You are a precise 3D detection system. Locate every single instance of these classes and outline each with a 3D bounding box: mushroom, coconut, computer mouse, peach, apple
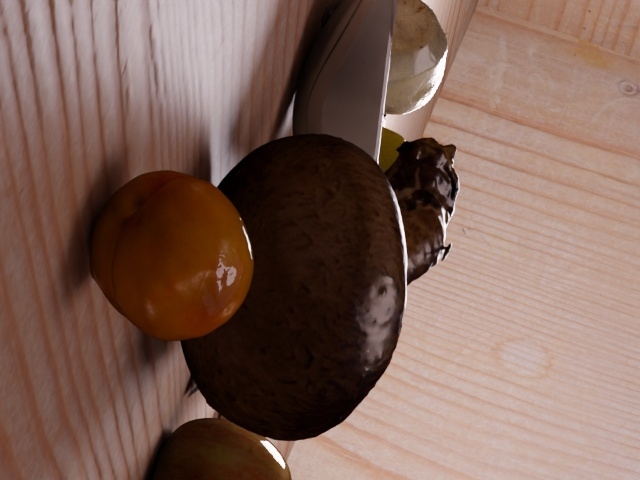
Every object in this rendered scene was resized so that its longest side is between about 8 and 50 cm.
[{"bbox_3d":[0.004,0.058,1.741,0.331,0.356,0.334,-45,-133,24],"label":"mushroom"},{"bbox_3d":[0.091,-0.252,2.190,0.162,0.161,0.161,110,3,-58],"label":"coconut"},{"bbox_3d":[0.028,-0.192,2.030,0.184,0.121,0.296,-72,167,-72],"label":"computer mouse"},{"bbox_3d":[-0.122,0.008,1.306,0.138,0.138,0.138,20,90,-84],"label":"peach"},{"bbox_3d":[-0.130,0.324,2.045,0.188,0.174,0.188,18,90,-82],"label":"apple"}]

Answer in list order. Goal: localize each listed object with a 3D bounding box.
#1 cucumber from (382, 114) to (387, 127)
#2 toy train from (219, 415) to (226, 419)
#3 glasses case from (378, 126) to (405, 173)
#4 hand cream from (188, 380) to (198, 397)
[{"bbox_3d":[0.062,-0.138,2.703,0.067,0.067,0.245,-60,167,-55],"label":"cucumber"},{"bbox_3d":[-0.112,0.229,2.469,0.138,0.050,0.087,-64,176,-51],"label":"toy train"},{"bbox_3d":[0.000,0.000,2.279,0.173,0.141,0.371,-168,-82,-82],"label":"glasses case"},{"bbox_3d":[-0.120,0.105,2.061,0.209,0.043,0.067,-65,175,11],"label":"hand cream"}]
